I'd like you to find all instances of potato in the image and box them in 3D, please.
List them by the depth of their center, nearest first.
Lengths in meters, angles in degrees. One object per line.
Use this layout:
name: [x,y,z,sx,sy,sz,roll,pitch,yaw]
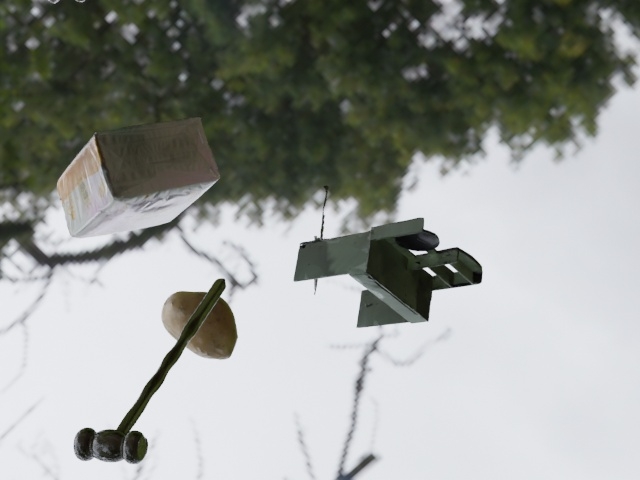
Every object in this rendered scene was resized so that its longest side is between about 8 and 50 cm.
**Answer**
potato: [-0.207,0.144,2.543,0.147,0.112,0.112,31,-163,-4]

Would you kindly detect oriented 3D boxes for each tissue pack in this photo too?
tissue pack: [-0.292,-0.095,2.301,0.185,0.225,0.124,-14,-99,-29]

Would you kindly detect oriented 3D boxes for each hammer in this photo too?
hammer: [-0.139,0.109,1.327,0.292,0.058,0.029,-60,-31,-57]

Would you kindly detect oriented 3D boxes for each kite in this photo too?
kite: [0.000,0.000,2.050,0.011,0.157,0.139,7,180,5]

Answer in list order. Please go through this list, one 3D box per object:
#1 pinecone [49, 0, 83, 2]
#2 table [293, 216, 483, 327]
pinecone: [-0.352,-0.439,1.987,0.309,0.244,0.244,26,-154,-47]
table: [0.083,0.042,1.735,0.146,0.175,0.062,37,-128,-46]
